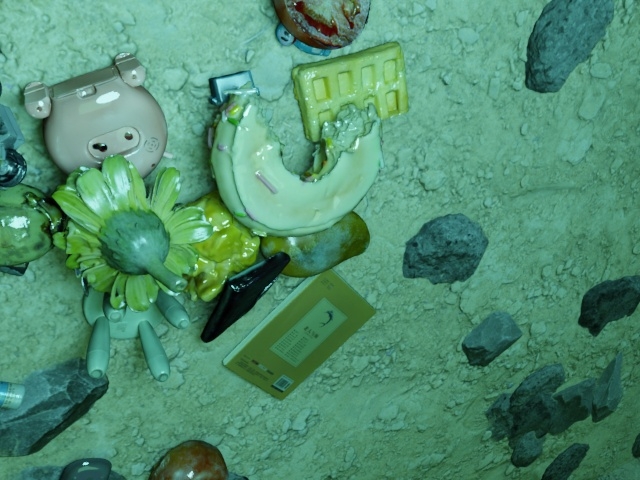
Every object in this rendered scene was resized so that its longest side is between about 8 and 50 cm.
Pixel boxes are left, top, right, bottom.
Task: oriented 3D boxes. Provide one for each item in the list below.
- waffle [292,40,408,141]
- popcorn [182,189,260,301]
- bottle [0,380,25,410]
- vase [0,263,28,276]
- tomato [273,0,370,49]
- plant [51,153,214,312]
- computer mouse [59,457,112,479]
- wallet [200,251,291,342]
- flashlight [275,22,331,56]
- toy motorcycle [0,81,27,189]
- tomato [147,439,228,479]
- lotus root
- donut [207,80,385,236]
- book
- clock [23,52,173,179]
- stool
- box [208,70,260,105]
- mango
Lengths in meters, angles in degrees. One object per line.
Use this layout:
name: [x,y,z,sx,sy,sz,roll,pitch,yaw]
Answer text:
waffle: [0.077,-0.337,1.292,0.274,0.057,0.167,-20,123,-16]
popcorn: [-0.234,0.014,1.262,0.253,0.191,0.190,-48,164,11]
bottle: [-0.765,0.325,1.242,0.217,0.060,0.060,20,106,-33]
vase: [-0.681,0.016,1.108,0.212,0.060,0.059,20,107,-33]
tomato: [-0.004,-0.488,1.132,0.225,0.085,0.224,-3,96,-33]
plant: [-0.350,0.026,1.046,0.261,0.296,0.306,-32,142,20]
computer mouse: [-0.629,0.659,1.501,0.120,0.057,0.232,12,108,-32]
wallet: [-0.176,0.133,1.311,0.172,0.045,0.318,-33,168,-36]
flashlight: [-0.034,-0.421,1.198,0.129,0.051,0.051,8,113,-36]
toy motorcycle: [-0.595,-0.176,0.987,0.152,0.224,0.073,-25,168,9]
tomato: [-0.349,0.636,1.579,0.214,0.181,0.155,32,82,-44]
lotus root: [-0.630,-0.044,1.033,0.310,0.173,0.173,8,113,-24]
donut: [-0.054,-0.158,1.184,0.372,0.150,0.307,1,111,-28]
book: [-0.049,0.264,1.586,0.389,0.032,0.269,-43,129,1]
clock: [-0.401,-0.198,1.082,0.227,0.142,0.241,-23,129,-14]
stool: [-0.413,0.182,1.253,0.195,0.198,0.195,13,111,-30]
box: [-0.181,-0.313,1.170,0.099,0.074,0.054,-19,113,-17]
mango: [0.000,0.000,1.393,0.317,0.146,0.192,-1,126,-34]
